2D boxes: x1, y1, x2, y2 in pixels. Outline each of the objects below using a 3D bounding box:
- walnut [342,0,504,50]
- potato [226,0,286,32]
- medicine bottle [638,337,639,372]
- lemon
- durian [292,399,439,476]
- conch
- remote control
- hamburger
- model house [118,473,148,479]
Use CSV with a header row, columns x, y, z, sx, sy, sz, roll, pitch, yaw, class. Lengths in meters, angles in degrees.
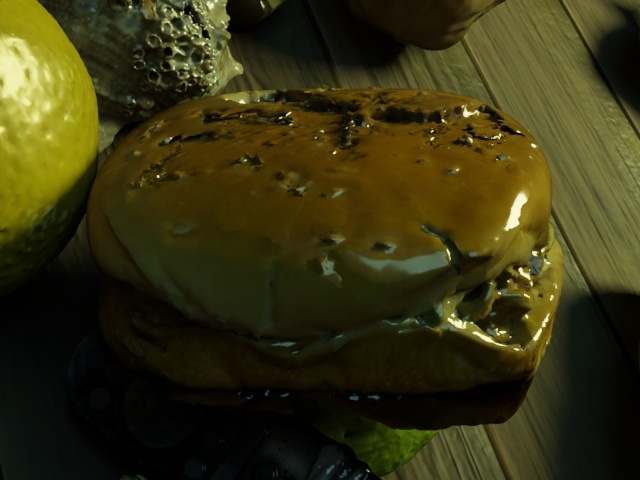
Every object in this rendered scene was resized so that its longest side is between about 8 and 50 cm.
x,y,z,sx,sy,sz,roll,pitch,yaw,class
0.122,-0.340,1.040,0.227,0.273,0.273,44,47,8,walnut
-0.070,-0.262,1.011,0.096,0.066,0.103,56,43,-1,potato
0.384,0.139,0.858,0.211,0.211,0.371,22,49,-13,medicine bottle
-0.281,-0.070,0.617,0.320,0.245,0.245,7,50,-51,lemon
0.029,0.110,0.764,0.139,0.101,0.250,12,40,31,durian
-0.170,-0.166,0.837,0.178,0.163,0.245,40,64,6,conch
-0.054,0.140,0.664,0.266,0.066,0.090,30,87,23,remote control
0.006,0.001,0.660,0.305,0.174,0.284,-2,24,3,hamburger
-0.088,0.250,0.553,0.196,0.160,0.254,37,19,1,model house
